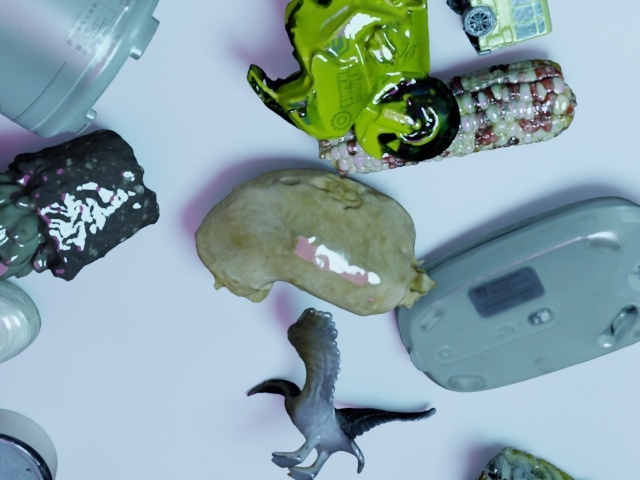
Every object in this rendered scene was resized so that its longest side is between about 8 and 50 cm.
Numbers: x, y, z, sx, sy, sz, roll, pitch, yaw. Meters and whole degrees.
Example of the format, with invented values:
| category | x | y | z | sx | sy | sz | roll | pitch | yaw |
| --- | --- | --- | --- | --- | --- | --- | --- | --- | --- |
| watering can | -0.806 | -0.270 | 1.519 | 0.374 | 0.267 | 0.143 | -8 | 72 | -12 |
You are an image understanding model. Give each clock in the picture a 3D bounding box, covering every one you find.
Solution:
| category | x | y | z | sx | sy | sz | roll | pitch | yaw |
| --- | --- | --- | --- | --- | --- | --- | --- | --- | --- |
| clock | -0.395 | 0.280 | 1.582 | 0.156 | 0.063 | 0.229 | -16 | 115 | 3 |

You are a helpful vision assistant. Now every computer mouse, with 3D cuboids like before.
| category | x | y | z | sx | sy | sz | roll | pitch | yaw |
| --- | --- | --- | --- | --- | --- | --- | --- | --- | --- |
| computer mouse | 0.248 | 0.062 | 1.506 | 0.331 | 0.095 | 0.197 | -20 | 115 | 15 |

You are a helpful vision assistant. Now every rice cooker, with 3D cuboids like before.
| category | x | y | z | sx | sy | sz | roll | pitch | yaw |
| --- | --- | --- | --- | --- | --- | --- | --- | --- | --- |
| rice cooker | -0.282 | -0.237 | 1.243 | 0.227 | 0.241 | 0.280 | 32 | 74 | -22 |

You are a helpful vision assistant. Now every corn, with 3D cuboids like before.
| category | x | y | z | sx | sy | sz | roll | pitch | yaw |
| --- | --- | --- | --- | --- | --- | --- | --- | --- | --- |
| corn | 0.133 | -0.124 | 1.406 | 0.280 | 0.092 | 0.092 | -15 | 116 | 5 |

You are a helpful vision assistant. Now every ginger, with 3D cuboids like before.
| category | x | y | z | sx | sy | sz | roll | pitch | yaw |
| --- | --- | --- | --- | --- | --- | --- | --- | --- | --- |
| ginger | 0.000 | 0.000 | 1.435 | 0.267 | 0.138 | 0.152 | 10 | 136 | 3 |

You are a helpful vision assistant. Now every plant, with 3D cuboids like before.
| category | x | y | z | sx | sy | sz | roll | pitch | yaw |
| --- | --- | --- | --- | --- | --- | --- | --- | --- | --- |
| plant | -0.275 | -0.033 | 1.386 | 0.194 | 0.132 | 0.129 | -24 | 106 | -13 |

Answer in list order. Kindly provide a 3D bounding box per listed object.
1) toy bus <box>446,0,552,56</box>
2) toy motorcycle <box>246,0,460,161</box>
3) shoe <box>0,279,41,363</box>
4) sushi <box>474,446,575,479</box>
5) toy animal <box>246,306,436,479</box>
| category | x | y | z | sx | sy | sz | roll | pitch | yaw |
| --- | --- | --- | --- | --- | --- | --- | --- | --- | --- |
| toy bus | 0.172 | -0.286 | 1.333 | 0.101 | 0.088 | 0.175 | -15 | 119 | 2 |
| toy motorcycle | 0.022 | -0.235 | 1.300 | 0.206 | 0.142 | 0.342 | -9 | 110 | -5 |
| shoe | -0.471 | 0.140 | 1.457 | 0.316 | 0.159 | 0.124 | -17 | 115 | 7 |
| sushi | 0.268 | 0.359 | 1.598 | 0.274 | 0.184 | 0.139 | 30 | 109 | -16 |
| toy animal | -0.014 | 0.191 | 1.506 | 0.197 | 0.160 | 0.272 | -10 | 134 | 25 |
